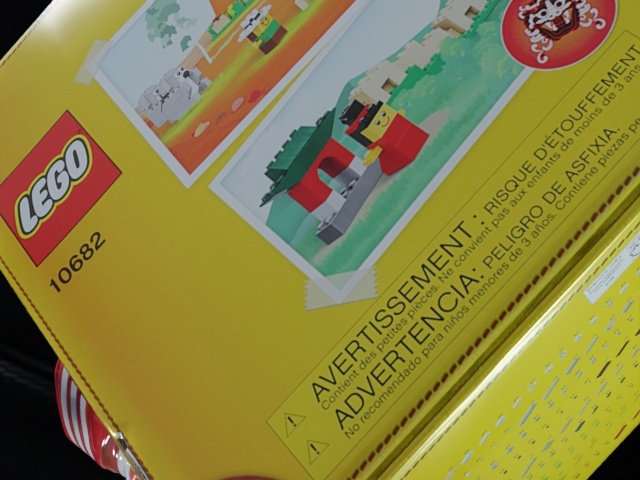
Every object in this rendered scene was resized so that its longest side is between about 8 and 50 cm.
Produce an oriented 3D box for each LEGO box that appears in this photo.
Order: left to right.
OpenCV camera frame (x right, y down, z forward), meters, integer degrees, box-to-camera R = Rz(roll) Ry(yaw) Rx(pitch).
[{"bbox_3d":[0.068,-0.096,0.573,0.372,0.500,0.193,45,-176,36],"label":"LEGO box"}]

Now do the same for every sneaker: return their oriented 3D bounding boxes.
[{"bbox_3d":[-0.143,0.070,0.823,0.128,0.221,0.087,17,169,30],"label":"sneaker"}]
